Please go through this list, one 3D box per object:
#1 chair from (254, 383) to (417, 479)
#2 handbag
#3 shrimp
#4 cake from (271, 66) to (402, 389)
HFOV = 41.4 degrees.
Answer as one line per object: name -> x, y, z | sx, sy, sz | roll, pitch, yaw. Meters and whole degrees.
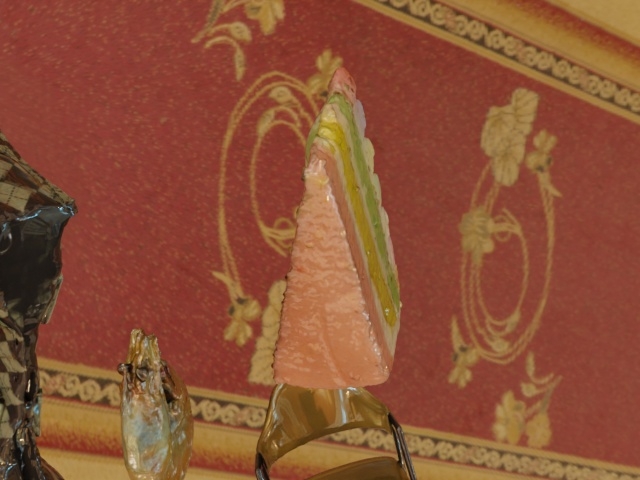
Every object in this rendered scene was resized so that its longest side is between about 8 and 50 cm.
chair -> 0.024, 0.278, 0.917 | 0.159, 0.172, 0.247 | -17, 105, -4
handbag -> -0.387, 0.089, 0.956 | 0.180, 0.317, 0.416 | -15, 127, -41
shrimp -> -0.164, 0.169, 0.845 | 0.051, 0.115, 0.217 | 2, 125, 11
cake -> 0.021, 0.004, 0.568 | 0.090, 0.109, 0.225 | 12, 137, 4
